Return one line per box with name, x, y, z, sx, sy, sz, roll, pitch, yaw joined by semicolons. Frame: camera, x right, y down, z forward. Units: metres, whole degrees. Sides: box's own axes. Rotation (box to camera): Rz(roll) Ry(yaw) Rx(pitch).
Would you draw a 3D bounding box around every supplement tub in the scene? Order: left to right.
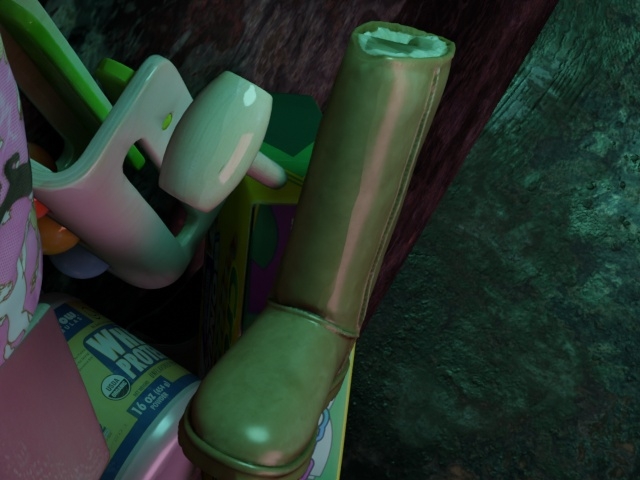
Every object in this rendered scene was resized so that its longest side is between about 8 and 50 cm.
supplement tub;-0.195;0.131;0.993;0.144;0.200;0.144;-55;168;-18

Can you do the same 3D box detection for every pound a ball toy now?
pound a ball toy;-0.130;-0.037;0.821;0.135;0.208;0.319;-58;169;-9

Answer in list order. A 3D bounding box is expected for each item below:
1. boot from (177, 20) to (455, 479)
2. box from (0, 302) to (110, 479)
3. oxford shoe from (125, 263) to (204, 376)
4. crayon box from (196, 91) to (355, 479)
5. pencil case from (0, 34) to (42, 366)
boot;0.000;0.000;0.817;0.236;0.089;0.269;-56;166;-69
box;-0.240;0.149;0.757;0.232;0.149;0.126;-73;146;-71
oxford shoe;-0.202;0.165;1.336;0.363;0.130;0.132;-49;137;-25
crayon box;-0.048;0.081;1.125;0.313;0.106;0.362;-110;-156;-67
pencil case;-0.222;-0.056;0.534;0.386;0.160;0.167;99;8;-61
